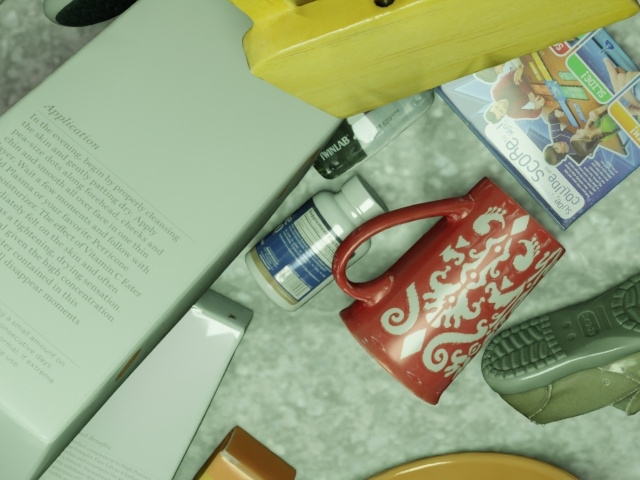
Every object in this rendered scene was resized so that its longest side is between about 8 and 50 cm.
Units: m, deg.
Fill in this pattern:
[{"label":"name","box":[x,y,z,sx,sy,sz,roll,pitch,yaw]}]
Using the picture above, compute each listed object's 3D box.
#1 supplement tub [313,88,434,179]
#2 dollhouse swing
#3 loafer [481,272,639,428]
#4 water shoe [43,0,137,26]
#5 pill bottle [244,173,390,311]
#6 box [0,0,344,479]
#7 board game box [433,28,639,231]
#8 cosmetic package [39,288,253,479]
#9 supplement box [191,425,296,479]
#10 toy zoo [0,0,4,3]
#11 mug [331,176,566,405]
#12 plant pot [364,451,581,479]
[{"label":"supplement tub","box":[-0.007,-0.153,0.951,0.117,0.117,0.190,-37,96,10]},{"label":"dollhouse swing","box":[0.011,-0.313,0.758,0.315,0.305,0.347,-19,66,7]},{"label":"loafer","box":[0.265,0.091,1.003,0.251,0.094,0.087,-18,124,16]},{"label":"water shoe","box":[-0.154,-0.259,0.976,0.203,0.073,0.080,-38,74,6]},{"label":"pill bottle","box":[0.000,0.000,1.005,0.120,0.067,0.067,-40,96,10]},{"label":"box","box":[-0.163,-0.001,0.849,0.168,0.345,0.215,40,145,0]},{"label":"board game box","box":[0.185,-0.126,0.984,0.136,0.035,0.201,-41,95,10]},{"label":"cosmetic package","box":[-0.159,0.143,1.036,0.117,0.085,0.231,28,99,-1]},{"label":"supplement box","box":[-0.121,0.283,1.063,0.078,0.080,0.233,38,99,-3]},{"label":"toy zoo","box":[-0.366,-0.276,0.996,0.192,0.030,0.293,-26,98,9]},{"label":"mug","box":[0.104,0.032,0.971,0.169,0.150,0.113,-46,51,7]},{"label":"plant pot","box":[0.121,0.343,0.972,0.291,0.291,0.203,-15,116,7]}]
